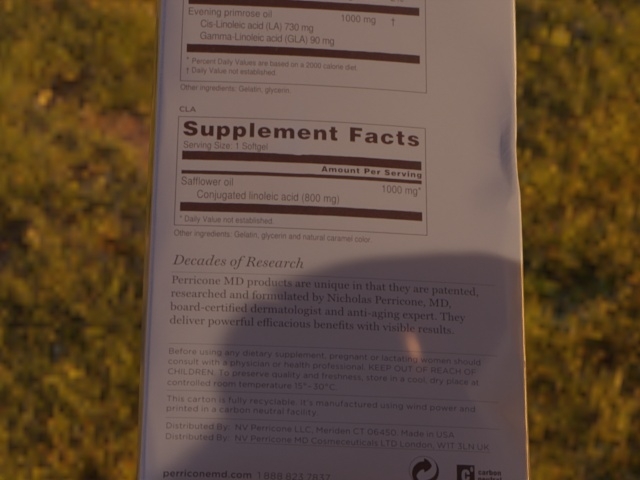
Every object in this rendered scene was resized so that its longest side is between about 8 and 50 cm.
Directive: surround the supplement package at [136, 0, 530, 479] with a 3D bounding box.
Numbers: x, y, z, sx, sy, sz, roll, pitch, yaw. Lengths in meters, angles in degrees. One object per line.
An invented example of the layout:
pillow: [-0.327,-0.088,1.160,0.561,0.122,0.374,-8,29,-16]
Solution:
supplement package: [0.000,0.000,0.748,0.134,0.139,0.244,3,67,-5]
